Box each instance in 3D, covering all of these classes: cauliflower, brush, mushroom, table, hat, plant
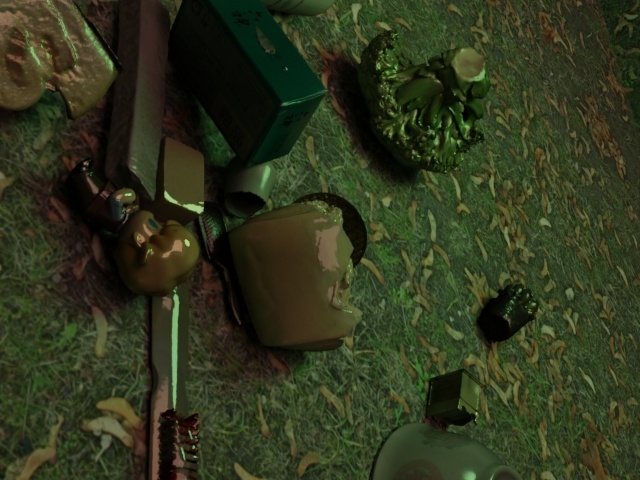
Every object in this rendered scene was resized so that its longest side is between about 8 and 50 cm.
[{"bbox_3d":[0.213,-0.272,1.760,0.275,0.250,0.272,4,65,-46],"label":"cauliflower"},{"bbox_3d":[-0.183,0.193,1.157,0.060,0.050,0.321,21,54,-40],"label":"brush"},{"bbox_3d":[-0.383,-0.244,1.107,0.173,0.162,0.236,-42,122,-17],"label":"mushroom"},{"bbox_3d":[0.237,0.283,1.611,0.062,0.079,0.083,41,44,-27],"label":"table"},{"bbox_3d":[-0.140,0.032,1.328,0.063,0.016,0.193,2,69,-53],"label":"brush"},{"bbox_3d":[0.000,0.000,1.495,0.146,0.067,0.146,2,76,-8],"label":"hat"},{"bbox_3d":[0.386,0.148,1.879,0.092,0.094,0.143,50,47,3],"label":"plant"}]

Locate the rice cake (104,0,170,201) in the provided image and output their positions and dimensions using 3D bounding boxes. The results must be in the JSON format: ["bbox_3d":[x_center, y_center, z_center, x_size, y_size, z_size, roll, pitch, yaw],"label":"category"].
[{"bbox_3d":[-0.254,-0.209,1.277,0.072,0.056,0.365,41,38,-49],"label":"rice cake"}]

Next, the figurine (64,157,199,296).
[{"bbox_3d":[-0.241,-0.018,1.167,0.108,0.114,0.196,-41,93,-31],"label":"figurine"}]

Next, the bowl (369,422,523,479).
[{"bbox_3d":[0.243,0.444,1.460,0.345,0.157,0.346,30,49,-40],"label":"bowl"}]

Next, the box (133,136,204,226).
[{"bbox_3d":[-0.207,-0.079,1.269,0.089,0.062,0.122,25,51,-43],"label":"box"}]

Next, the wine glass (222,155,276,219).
[{"bbox_3d":[-0.102,-0.126,1.416,0.079,0.079,0.196,38,44,-33],"label":"wine glass"}]

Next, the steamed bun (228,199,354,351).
[{"bbox_3d":[-0.015,0.055,1.343,0.200,0.170,0.226,-13,87,-56],"label":"steamed bun"}]

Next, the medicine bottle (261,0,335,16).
[{"bbox_3d":[-0.092,-0.469,1.585,0.341,0.130,0.130,-4,73,-52],"label":"medicine bottle"}]

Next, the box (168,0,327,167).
[{"bbox_3d":[-0.115,-0.251,1.343,0.092,0.153,0.245,-22,71,-37],"label":"box"}]
